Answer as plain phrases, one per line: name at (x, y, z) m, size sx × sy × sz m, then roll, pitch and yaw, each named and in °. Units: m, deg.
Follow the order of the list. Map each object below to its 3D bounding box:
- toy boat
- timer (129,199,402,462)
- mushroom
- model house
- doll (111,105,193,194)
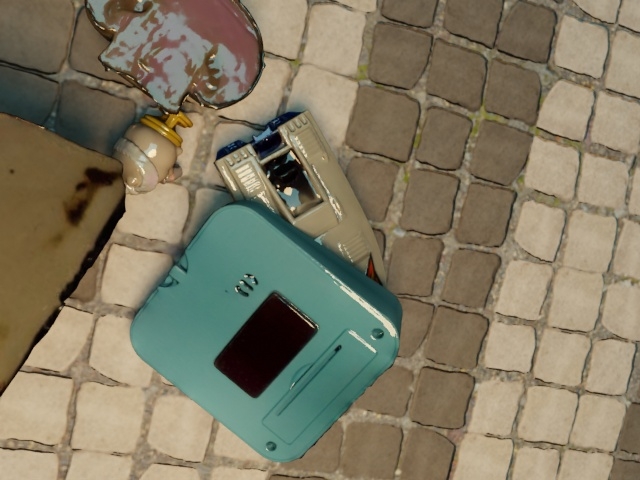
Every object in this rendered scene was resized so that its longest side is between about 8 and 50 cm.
toy boat at (0.000, 0.000, 0.782) m, size 0.129 × 0.088 × 0.295 m, roll -31°, pitch 102°, yaw -10°
timer at (-0.061, 0.097, 0.756) m, size 0.250 × 0.091 × 0.232 m, roll 39°, pitch 110°, yaw -5°
mushroom at (-0.151, -0.215, 0.708) m, size 0.188 × 0.117 × 0.141 m, roll 36°, pitch 96°, yaw -13°
model house at (-0.397, 0.013, 0.588) m, size 0.297 × 0.283 × 0.317 m, roll 41°, pitch 52°, yaw -31°
doll at (-0.189, -0.086, 0.739) m, size 0.127 × 0.073 × 0.084 m, roll -56°, pitch 137°, yaw -6°
